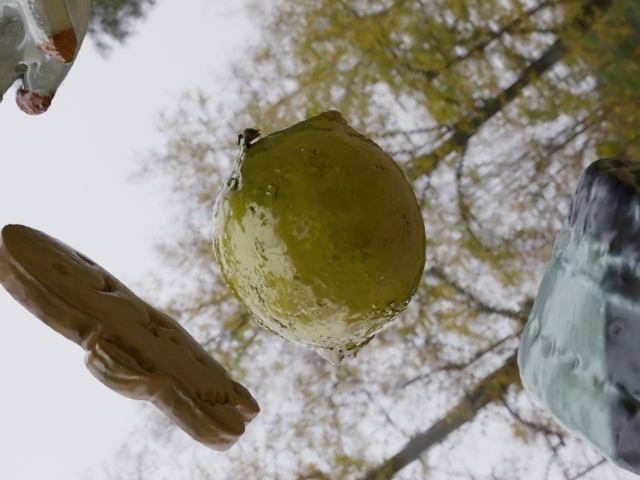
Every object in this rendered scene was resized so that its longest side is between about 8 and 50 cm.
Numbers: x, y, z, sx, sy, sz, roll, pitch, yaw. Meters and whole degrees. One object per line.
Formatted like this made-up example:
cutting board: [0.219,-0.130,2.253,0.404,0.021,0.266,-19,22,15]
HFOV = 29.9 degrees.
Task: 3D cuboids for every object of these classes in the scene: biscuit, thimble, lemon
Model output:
biscuit: [-0.216,0.097,1.336,0.355,0.052,0.275,40,-174,6]
thimble: [0.234,0.047,0.649,0.237,0.150,0.237,15,-165,-4]
lemon: [0.000,0.000,0.976,0.173,0.173,0.206,-47,-55,-68]

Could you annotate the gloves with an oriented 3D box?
gloves: [-0.244,-0.213,0.961,0.131,0.140,0.218,-57,-36,-52]
